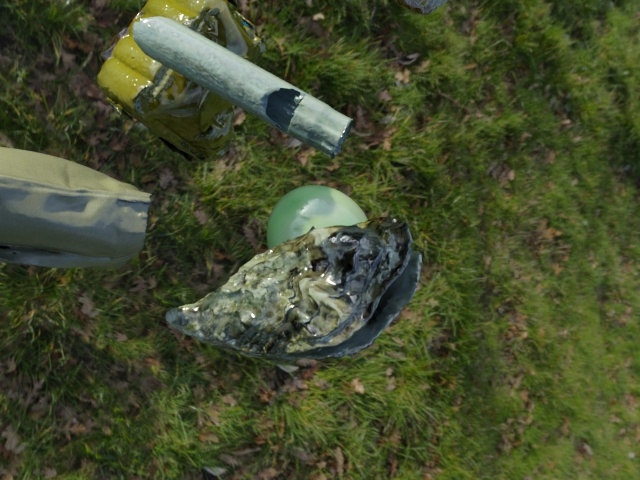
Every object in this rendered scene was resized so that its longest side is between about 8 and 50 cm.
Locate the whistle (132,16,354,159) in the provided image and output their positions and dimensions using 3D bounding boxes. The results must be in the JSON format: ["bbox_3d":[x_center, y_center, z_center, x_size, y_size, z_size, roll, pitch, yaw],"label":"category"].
[{"bbox_3d":[-0.103,-0.207,0.720,0.312,0.062,0.062,30,71,4],"label":"whistle"}]

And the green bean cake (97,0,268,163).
[{"bbox_3d":[-0.230,-0.316,1.074,0.310,0.202,0.285,-52,152,2],"label":"green bean cake"}]

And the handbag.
[{"bbox_3d":[-0.320,-0.026,0.582,0.253,0.315,0.109,10,78,-24],"label":"handbag"}]

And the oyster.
[{"bbox_3d":[-0.037,0.073,0.715,0.350,0.162,0.158,-15,109,13],"label":"oyster"}]

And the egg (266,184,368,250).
[{"bbox_3d":[0.000,0.000,1.158,0.221,0.220,0.270,-61,152,-18],"label":"egg"}]

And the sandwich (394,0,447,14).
[{"bbox_3d":[0.063,-0.356,0.451,0.325,0.262,0.131,1,40,-41],"label":"sandwich"}]
